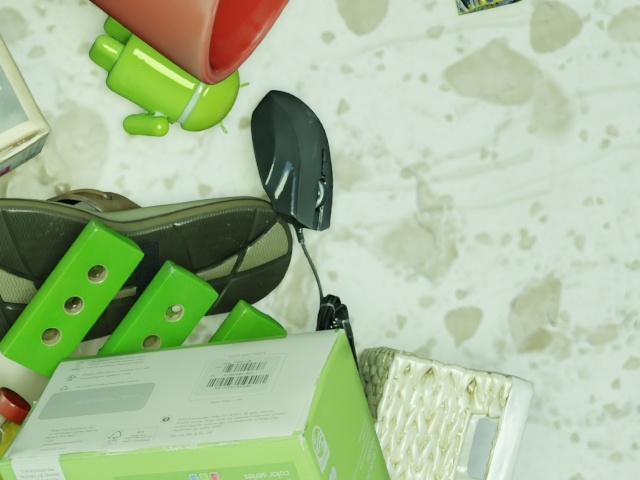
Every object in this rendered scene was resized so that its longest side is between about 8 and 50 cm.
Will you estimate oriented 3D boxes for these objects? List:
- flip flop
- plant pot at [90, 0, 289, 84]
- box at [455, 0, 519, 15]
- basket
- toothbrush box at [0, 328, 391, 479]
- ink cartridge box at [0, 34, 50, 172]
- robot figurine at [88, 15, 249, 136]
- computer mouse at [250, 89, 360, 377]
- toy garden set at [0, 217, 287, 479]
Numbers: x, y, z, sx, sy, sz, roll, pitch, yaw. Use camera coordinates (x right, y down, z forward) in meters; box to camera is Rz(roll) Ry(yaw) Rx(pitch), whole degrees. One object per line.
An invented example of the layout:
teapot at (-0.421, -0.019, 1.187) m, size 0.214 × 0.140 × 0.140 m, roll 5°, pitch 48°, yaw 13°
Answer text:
flip flop at (-0.154, 0.005, 1.177) m, size 0.277 × 0.080 × 0.112 m, roll -6°, pitch 120°, yaw -27°
plant pot at (-0.116, -0.280, 1.102) m, size 0.243 × 0.275 × 0.275 m, roll 28°, pitch 83°, yaw 6°
box at (0.119, -0.262, 1.250) m, size 0.054 × 0.059 × 0.169 m, roll -14°, pitch 92°, yaw -14°
basket at (0.075, 0.140, 1.182) m, size 0.103 × 0.167 × 0.113 m, roll 15°, pitch 85°, yaw -5°
toothbrush box at (-0.056, 0.213, 1.079) m, size 0.206 × 0.122 × 0.283 m, roll -8°, pitch 117°, yaw 19°
ink cartridge box at (-0.259, -0.129, 1.075) m, size 0.088 × 0.234 × 0.193 m, roll -29°, pitch 96°, yaw -11°
robot figurine at (-0.109, -0.123, 1.193) m, size 0.115 × 0.067 × 0.101 m, roll 28°, pitch 71°, yaw -11°
computer mouse at (0.000, 0.000, 1.190) m, size 0.041 × 0.071 × 0.242 m, roll -20°, pitch 76°, yaw 21°
toy garden set at (-0.131, 0.112, 1.167) m, size 0.244 × 0.049 × 0.204 m, roll 32°, pitch 99°, yaw -36°
